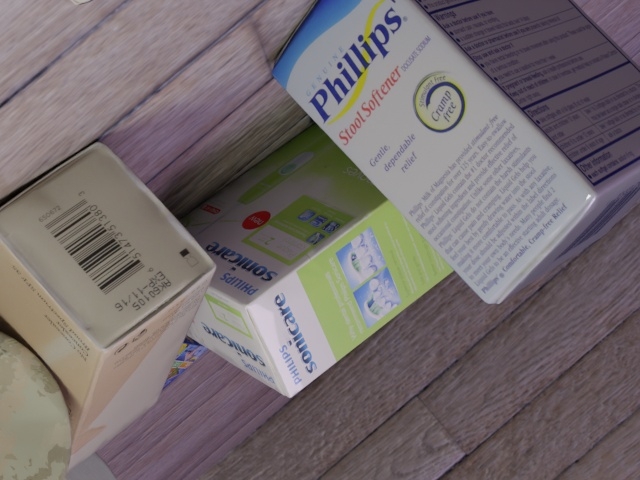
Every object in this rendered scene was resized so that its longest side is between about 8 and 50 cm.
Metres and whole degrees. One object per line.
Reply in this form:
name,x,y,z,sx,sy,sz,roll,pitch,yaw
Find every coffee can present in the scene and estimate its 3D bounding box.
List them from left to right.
coffee can,-0.322,0.209,1.244,0.201,0.201,0.275,-35,168,-28

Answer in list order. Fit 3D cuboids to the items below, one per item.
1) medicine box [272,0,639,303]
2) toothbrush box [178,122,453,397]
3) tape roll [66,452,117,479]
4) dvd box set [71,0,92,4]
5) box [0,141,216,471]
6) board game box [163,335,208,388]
medicine box,0.152,-0.124,1.321,0.149,0.289,0.263,-51,166,33
toothbrush box,0.000,0.000,1.470,0.283,0.122,0.206,-37,-147,-20
tape roll,-0.324,0.315,1.619,0.219,0.219,0.072,-33,167,-38
dvd box set,-0.075,-0.260,0.598,0.307,0.062,0.420,-42,170,6
box,-0.201,0.068,1.245,0.121,0.148,0.311,-39,168,-28
board game box,-0.220,0.162,1.861,0.136,0.035,0.201,-42,169,2
